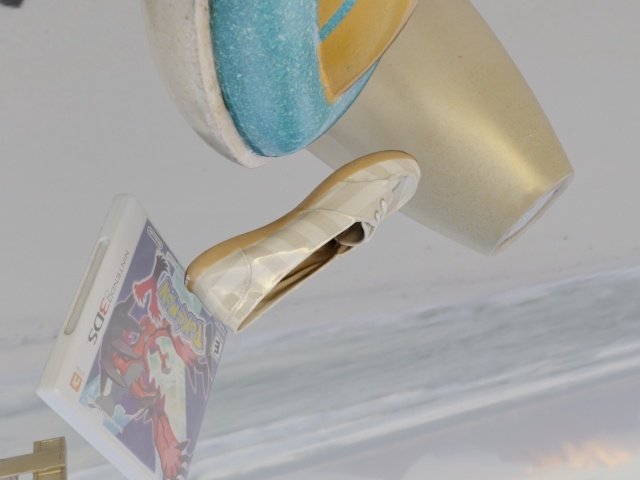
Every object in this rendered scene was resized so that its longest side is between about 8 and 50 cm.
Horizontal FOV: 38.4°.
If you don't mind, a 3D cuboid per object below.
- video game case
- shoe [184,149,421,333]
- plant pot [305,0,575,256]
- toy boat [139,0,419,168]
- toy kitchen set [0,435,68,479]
[{"bbox_3d":[-0.142,0.094,0.757,0.023,0.184,0.201,-3,141,21],"label":"video game case"},{"bbox_3d":[0.000,0.000,0.715,0.219,0.058,0.077,-30,153,-23],"label":"shoe"},{"bbox_3d":[0.136,-0.122,1.012,0.256,0.274,0.256,-41,165,-13],"label":"plant pot"},{"bbox_3d":[-0.021,-0.155,0.392,0.148,0.268,0.318,18,-166,23],"label":"toy boat"},{"bbox_3d":[-0.294,0.262,0.954,0.068,0.075,0.083,-8,-153,-12],"label":"toy kitchen set"}]
